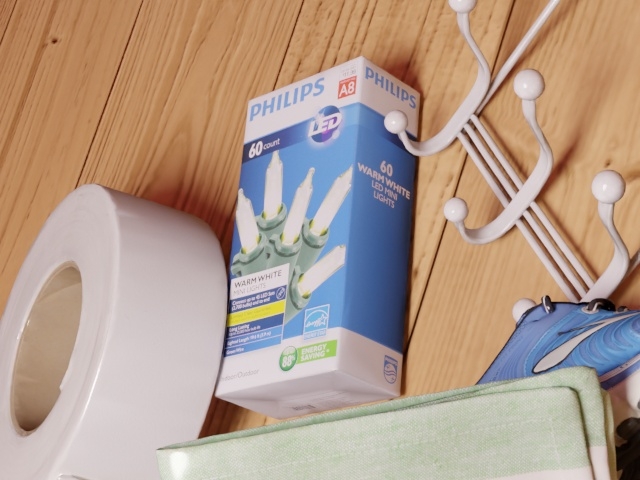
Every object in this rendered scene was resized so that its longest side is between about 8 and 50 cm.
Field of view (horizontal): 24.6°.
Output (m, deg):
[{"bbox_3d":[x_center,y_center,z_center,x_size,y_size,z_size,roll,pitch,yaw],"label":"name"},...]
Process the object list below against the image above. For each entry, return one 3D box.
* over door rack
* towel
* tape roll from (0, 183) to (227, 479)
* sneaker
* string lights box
[{"bbox_3d":[0.198,-0.120,1.000,0.324,0.108,0.239,-45,46,18],"label":"over door rack"},{"bbox_3d":[0.064,0.247,0.790,0.038,0.247,0.325,-178,77,-85],"label":"towel"},{"bbox_3d":[-0.186,0.101,1.216,0.286,0.100,0.286,-39,41,45],"label":"tape roll"},{"bbox_3d":[0.186,0.073,0.891,0.330,0.130,0.147,-32,40,16],"label":"sneaker"},{"bbox_3d":[0.000,0.000,1.155,0.133,0.076,0.260,-17,59,41],"label":"string lights box"}]
